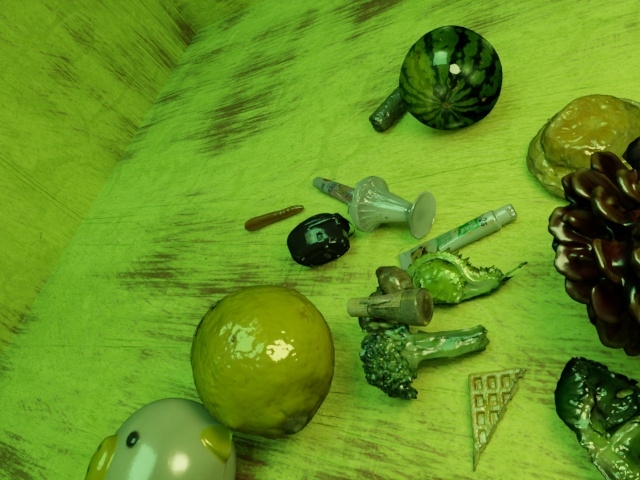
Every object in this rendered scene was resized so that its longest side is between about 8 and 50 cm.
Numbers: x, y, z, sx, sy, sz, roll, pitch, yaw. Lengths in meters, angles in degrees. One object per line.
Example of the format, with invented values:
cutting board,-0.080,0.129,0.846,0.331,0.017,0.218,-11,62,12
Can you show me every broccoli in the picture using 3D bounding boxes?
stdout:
broccoli,0.221,0.245,1.167,0.275,0.177,0.198,-17,4,-10

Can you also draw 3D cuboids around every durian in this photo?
durian,0.289,0.091,1.229,0.375,0.107,0.132,-11,57,39

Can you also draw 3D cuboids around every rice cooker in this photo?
rice cooker,0.001,-0.001,1.514,0.203,0.142,0.118,-27,56,21

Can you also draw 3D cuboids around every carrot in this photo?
carrot,-0.162,-0.080,1.788,0.248,0.043,0.043,-17,48,26

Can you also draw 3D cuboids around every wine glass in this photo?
wine glass,0.196,-0.086,1.411,0.197,0.165,0.164,15,68,42

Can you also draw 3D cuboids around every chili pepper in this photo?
chili pepper,0.508,0.319,0.871,0.148,0.116,0.264,-49,39,14

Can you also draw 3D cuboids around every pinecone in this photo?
pinecone,0.582,0.011,0.814,0.398,0.398,0.397,-22,46,25

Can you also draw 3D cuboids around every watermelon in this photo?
watermelon,0.365,-0.459,1.476,0.285,0.285,0.285,-22,46,25

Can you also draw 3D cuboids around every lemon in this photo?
lemon,-0.127,0.287,1.238,0.350,0.350,0.387,-45,44,1

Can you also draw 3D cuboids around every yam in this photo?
yam,0.238,-0.440,1.724,0.179,0.078,0.078,-49,41,-6

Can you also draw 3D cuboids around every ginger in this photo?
ginger,0.154,0.148,1.258,0.104,0.080,0.204,43,131,28

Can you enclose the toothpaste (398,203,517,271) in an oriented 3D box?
toothpaste,0.339,-0.003,1.309,0.314,0.056,0.058,-29,-1,23

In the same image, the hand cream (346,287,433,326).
hand cream,0.148,0.148,1.168,0.203,0.084,0.083,-4,55,37

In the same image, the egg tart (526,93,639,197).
egg tart,0.625,-0.237,1.201,0.319,0.128,0.318,-20,46,23

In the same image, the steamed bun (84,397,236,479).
steamed bun,-0.367,0.565,1.228,0.334,0.334,0.373,-3,61,38

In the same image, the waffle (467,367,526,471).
waffle,0.353,0.350,1.024,0.125,0.032,0.190,-15,51,27

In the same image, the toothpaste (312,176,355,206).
toothpaste,0.050,-0.162,1.682,0.195,0.043,0.067,27,74,42
